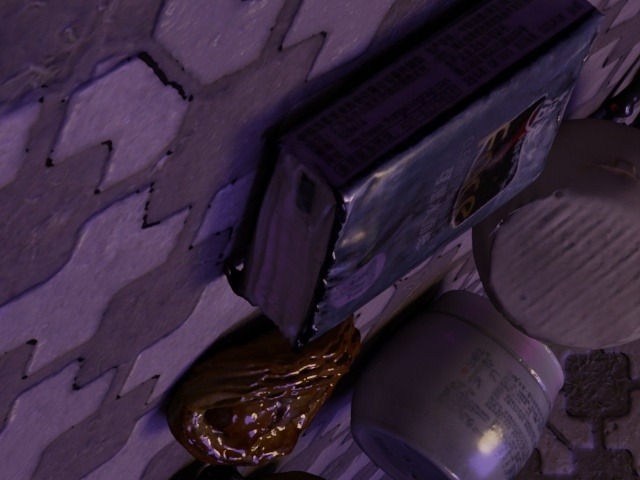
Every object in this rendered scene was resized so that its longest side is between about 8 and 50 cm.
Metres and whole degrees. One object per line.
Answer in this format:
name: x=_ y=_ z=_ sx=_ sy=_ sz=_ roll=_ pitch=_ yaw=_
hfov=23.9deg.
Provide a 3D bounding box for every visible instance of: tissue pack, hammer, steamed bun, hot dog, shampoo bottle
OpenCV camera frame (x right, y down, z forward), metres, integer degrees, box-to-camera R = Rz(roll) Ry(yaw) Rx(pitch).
tissue pack: x=0.091 y=-0.079 z=1.408 sx=0.361 sy=0.122 sz=0.259 roll=-34 pitch=158 yaw=-31
hammer: x=0.494 y=-0.261 z=2.075 sx=0.033 sy=0.111 sz=0.288 roll=-24 pitch=162 yaw=-47
steamed bun: x=0.347 y=-0.026 z=1.947 sx=0.309 sy=0.309 sz=0.309 roll=-42 pitch=165 yaw=-14
hot dog: x=-0.050 y=0.162 z=1.673 sx=0.259 sy=0.114 sz=0.175 roll=-31 pitch=158 yaw=-45
shampoo bottle: x=0.200 y=0.234 z=2.228 sx=0.266 sy=0.273 sz=0.273 roll=-50 pitch=168 yaw=-23

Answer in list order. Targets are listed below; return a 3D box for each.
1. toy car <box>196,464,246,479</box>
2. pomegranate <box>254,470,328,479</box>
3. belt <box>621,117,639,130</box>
toy car: x=-0.159 y=0.390 z=1.988 sx=0.193 sy=0.118 sz=0.301 roll=-44 pitch=166 yaw=-14
pomegranate: x=-0.037 y=0.486 z=2.256 sx=0.281 sy=0.281 sz=0.281 roll=-42 pitch=165 yaw=-14
belt: x=0.407 y=-0.089 z=2.219 sx=0.267 sy=0.116 sz=0.206 roll=-29 pitch=173 yaw=-36
